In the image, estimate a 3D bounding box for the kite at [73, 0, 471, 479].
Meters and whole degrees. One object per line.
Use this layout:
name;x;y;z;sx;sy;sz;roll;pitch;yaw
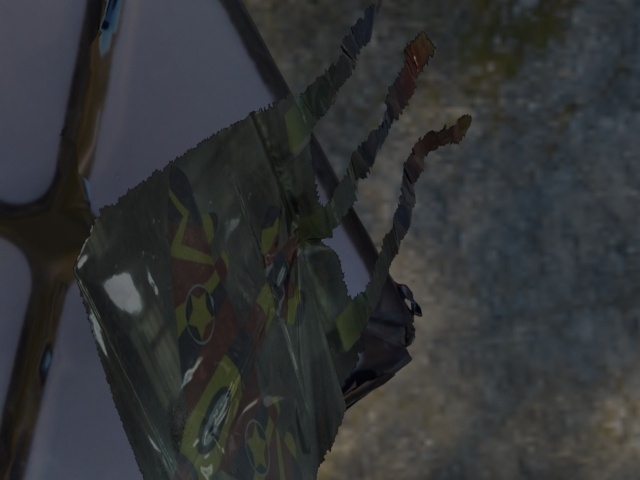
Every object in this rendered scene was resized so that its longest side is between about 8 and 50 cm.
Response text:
kite;-0.001;0.000;0.547;0.015;0.245;0.141;-3;123;25

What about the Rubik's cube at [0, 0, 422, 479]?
Rubik's cube;-0.190;0.018;0.942;0.307;0.305;0.310;-13;110;59
